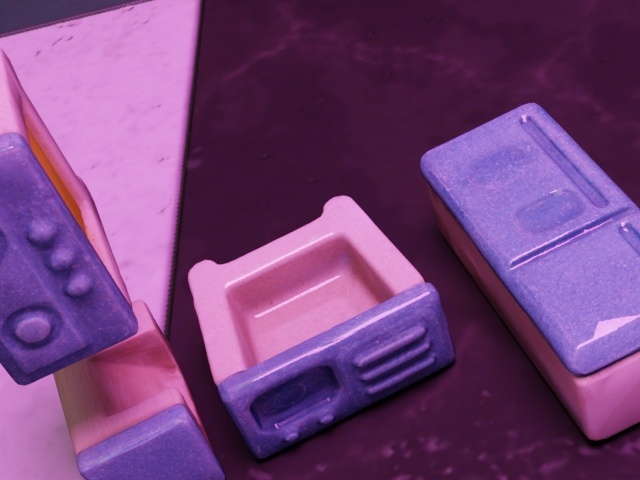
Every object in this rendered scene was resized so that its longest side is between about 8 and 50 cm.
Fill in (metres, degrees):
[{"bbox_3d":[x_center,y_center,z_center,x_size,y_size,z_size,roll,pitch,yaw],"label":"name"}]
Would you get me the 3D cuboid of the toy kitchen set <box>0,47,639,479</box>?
[{"bbox_3d":[0.000,0.000,0.362,0.207,0.166,0.122,-27,44,-4],"label":"toy kitchen set"}]
